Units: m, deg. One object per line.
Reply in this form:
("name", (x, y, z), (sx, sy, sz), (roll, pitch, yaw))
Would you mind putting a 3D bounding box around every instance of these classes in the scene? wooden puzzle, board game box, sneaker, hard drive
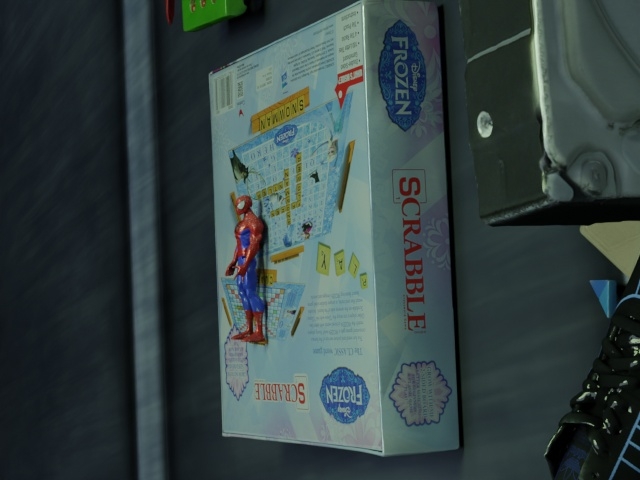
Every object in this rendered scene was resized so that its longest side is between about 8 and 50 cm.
("wooden puzzle", (0.175, -0.021, 0.926), (0.078, 0.014, 0.116), (-115, 33, -51))
("board game box", (0.000, 0.000, 1.257), (0.319, 0.066, 0.318), (172, 97, -66))
("sneaker", (0.168, 0.094, 0.848), (0.081, 0.090, 0.232), (-158, 69, -65))
("hard drive", (0.165, -0.176, 0.667), (0.064, 0.237, 0.339), (158, 110, -64))

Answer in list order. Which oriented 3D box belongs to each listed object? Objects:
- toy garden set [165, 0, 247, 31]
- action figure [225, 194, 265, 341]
("toy garden set", (-0.109, -0.319, 1.523), (0.204, 0.049, 0.244), (178, 90, -64))
("action figure", (-0.059, 0.022, 1.276), (0.038, 0.030, 0.115), (-177, 88, -72))
